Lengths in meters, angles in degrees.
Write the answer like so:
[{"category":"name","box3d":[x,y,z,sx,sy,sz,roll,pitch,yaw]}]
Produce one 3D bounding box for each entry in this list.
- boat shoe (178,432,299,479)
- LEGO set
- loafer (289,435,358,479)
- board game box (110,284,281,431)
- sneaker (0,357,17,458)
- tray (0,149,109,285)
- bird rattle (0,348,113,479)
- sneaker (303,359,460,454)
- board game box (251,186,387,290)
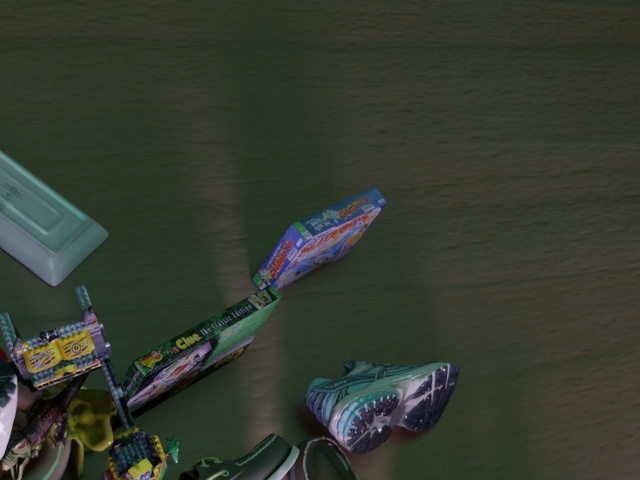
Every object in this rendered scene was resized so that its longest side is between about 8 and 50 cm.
[{"category":"boat shoe","box3d":[-0.139,0.313,1.562,0.091,0.109,0.305,47,45,5]},{"category":"LEGO set","box3d":[-0.323,0.192,1.362,0.331,0.192,0.255,-12,71,-8]},{"category":"loafer","box3d":[0.036,0.352,1.662,0.094,0.087,0.251,2,51,-34]},{"category":"board game box","box3d":[-0.166,0.151,1.679,0.030,0.136,0.259,45,40,15]},{"category":"sneaker","box3d":[-0.401,0.129,1.253,0.275,0.110,0.107,33,39,28]},{"category":"tray","box3d":[-0.427,-0.061,1.781,0.270,0.030,0.145,37,41,1]},{"category":"bird rattle","box3d":[-0.368,0.209,1.495,0.253,0.143,0.207,24,58,-10]},{"category":"sneaker","box3d":[0.090,0.205,1.831,0.122,0.110,0.283,32,22,32]},{"category":"board game box","box3d":[0.000,0.000,1.941,0.035,0.136,0.201,49,42,14]}]
